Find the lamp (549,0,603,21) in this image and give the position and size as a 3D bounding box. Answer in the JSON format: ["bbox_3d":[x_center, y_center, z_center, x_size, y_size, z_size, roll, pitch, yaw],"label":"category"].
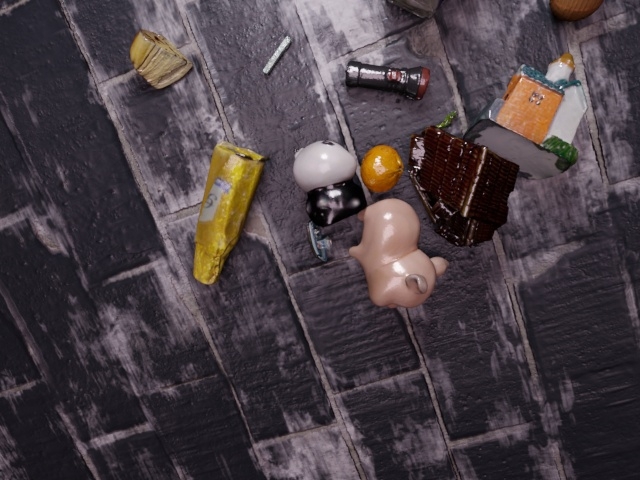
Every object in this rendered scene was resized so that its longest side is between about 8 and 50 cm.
[{"bbox_3d":[0.657,-0.633,1.057,0.137,0.136,0.136,1,103,5],"label":"lamp"}]

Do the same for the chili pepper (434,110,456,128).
[{"bbox_3d":[0.363,-0.344,1.208,0.083,0.022,0.027,-37,98,16],"label":"chili pepper"}]

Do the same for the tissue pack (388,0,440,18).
[{"bbox_3d":[0.299,-0.752,1.008,0.160,0.242,0.338,26,104,-2],"label":"tissue pack"}]

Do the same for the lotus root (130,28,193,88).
[{"bbox_3d":[-0.479,-0.536,1.213,0.135,0.095,0.159,-35,138,17],"label":"lotus root"}]

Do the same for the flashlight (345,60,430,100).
[{"bbox_3d":[0.184,-0.456,1.166,0.232,0.093,0.092,11,104,3],"label":"flashlight"}]

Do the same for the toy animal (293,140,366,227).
[{"bbox_3d":[0.021,-0.170,1.198,0.187,0.165,0.234,-15,98,30],"label":"toy animal"}]

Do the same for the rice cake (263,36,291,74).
[{"bbox_3d":[-0.125,-0.537,1.207,0.022,0.022,0.121,38,103,-5],"label":"rice cake"}]

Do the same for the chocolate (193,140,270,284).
[{"bbox_3d":[-0.291,-0.067,1.264,0.162,0.162,0.444,19,106,1],"label":"chocolate"}]

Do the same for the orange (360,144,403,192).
[{"bbox_3d":[0.177,-0.204,1.195,0.136,0.118,0.135,-20,126,-31],"label":"orange"}]

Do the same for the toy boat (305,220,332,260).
[{"bbox_3d":[0.000,0.000,1.299,0.066,0.059,0.139,-7,105,25],"label":"toy boat"}]

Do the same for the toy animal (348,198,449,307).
[{"bbox_3d":[0.222,0.043,1.224,0.270,0.237,0.325,16,109,31],"label":"toy animal"}]

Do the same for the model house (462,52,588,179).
[{"bbox_3d":[0.587,-0.356,1.129,0.272,0.190,0.300,29,88,2],"label":"model house"}]

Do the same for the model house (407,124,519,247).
[{"bbox_3d":[0.360,-0.127,1.115,0.298,0.282,0.316,14,110,6],"label":"model house"}]
